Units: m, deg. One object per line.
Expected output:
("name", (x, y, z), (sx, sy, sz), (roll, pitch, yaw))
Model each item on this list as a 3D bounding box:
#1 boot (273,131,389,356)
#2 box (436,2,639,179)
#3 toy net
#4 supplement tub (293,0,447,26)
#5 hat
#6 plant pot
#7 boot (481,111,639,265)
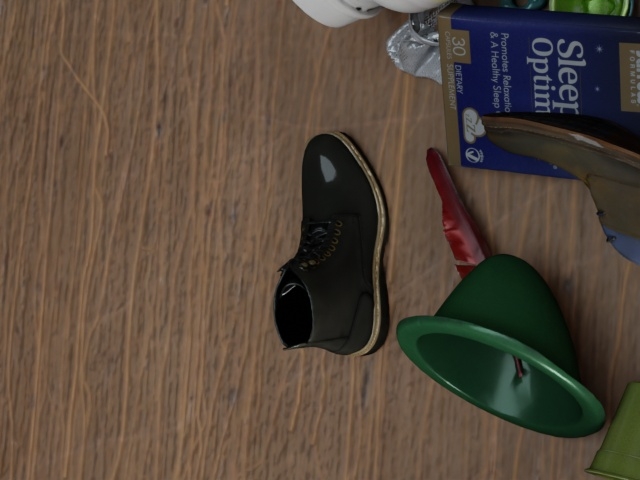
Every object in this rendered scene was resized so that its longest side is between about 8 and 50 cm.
("boot", (0.000, 0.000, 1.475), (0.077, 0.137, 0.198), (-17, 80, 26))
("box", (0.205, -0.116, 1.397), (0.225, 0.036, 0.136), (7, 119, 27))
("toy net", (0.149, -0.203, 1.453), (0.232, 0.045, 0.122), (-12, 84, 27))
("supplement tub", (0.113, -0.321, 1.368), (0.325, 0.235, 0.235), (-21, 79, 26))
("hat", (0.169, 0.032, 1.414), (0.208, 0.173, 0.183), (32, 68, -12))
("plant pot", (0.259, 0.155, 1.374), (0.083, 0.083, 0.079), (12, 81, 28))
("boot", (0.222, -0.035, 1.344), (0.219, 0.082, 0.106), (14, 107, 21))
